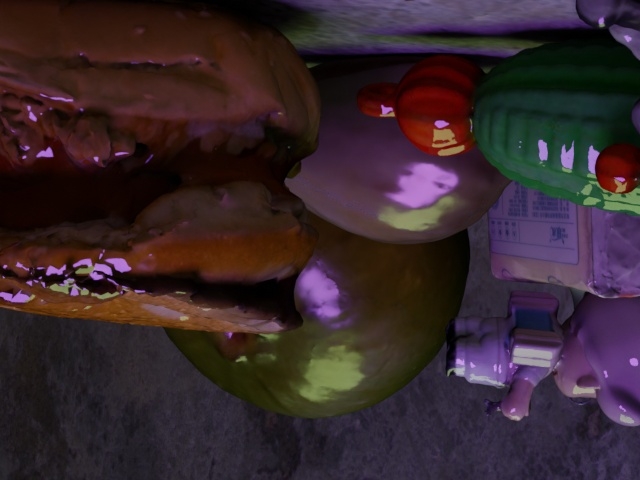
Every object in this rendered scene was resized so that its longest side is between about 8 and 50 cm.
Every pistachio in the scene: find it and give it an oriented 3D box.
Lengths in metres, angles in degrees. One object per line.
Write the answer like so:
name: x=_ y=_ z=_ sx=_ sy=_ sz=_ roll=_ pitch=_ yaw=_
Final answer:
pistachio: x=0.045 y=-0.062 z=0.776 sx=0.185 sy=0.124 sz=0.124 roll=10 pitch=-176 yaw=16

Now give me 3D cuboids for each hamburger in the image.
hamburger: x=-0.111 y=-0.041 z=0.608 sx=0.244 sy=0.163 sz=0.244 roll=9 pitch=176 yaw=1

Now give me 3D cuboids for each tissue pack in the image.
tissue pack: x=0.193 y=-0.037 z=0.904 sx=0.092 sy=0.148 sz=0.196 roll=-1 pitch=-177 yaw=-11

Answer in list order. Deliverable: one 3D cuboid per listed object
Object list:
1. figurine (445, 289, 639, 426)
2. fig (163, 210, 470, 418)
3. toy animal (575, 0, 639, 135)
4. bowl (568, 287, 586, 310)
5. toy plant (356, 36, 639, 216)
figurine: x=0.212 y=0.085 z=0.961 sx=0.229 sy=0.112 sz=0.137 roll=3 pitch=-149 yaw=5
fig: x=0.000 y=0.000 z=1.118 sx=0.316 sy=0.316 sz=0.316 roll=3 pitch=-178 yaw=0
toy animal: x=0.180 y=-0.063 z=0.422 sx=0.217 sy=0.073 sz=0.176 roll=-1 pitch=-176 yaw=43
bowl: x=0.327 y=-0.018 z=1.134 sx=0.354 sy=0.185 sz=0.354 roll=4 pitch=-178 yaw=0
toy plant: x=0.152 y=-0.063 z=0.634 sx=0.155 sy=0.088 sz=0.240 roll=-23 pitch=-148 yaw=-40
